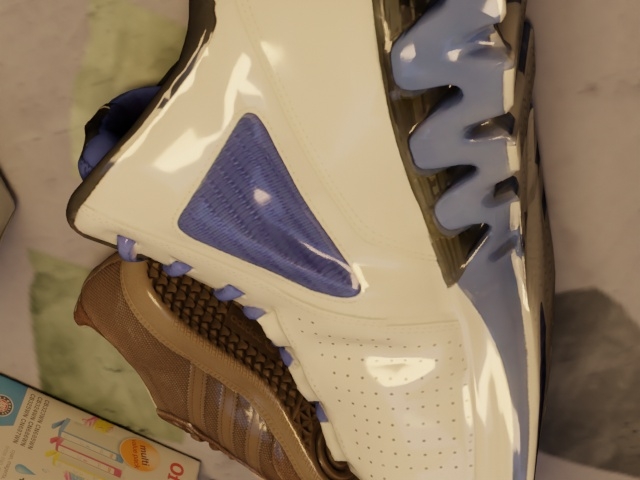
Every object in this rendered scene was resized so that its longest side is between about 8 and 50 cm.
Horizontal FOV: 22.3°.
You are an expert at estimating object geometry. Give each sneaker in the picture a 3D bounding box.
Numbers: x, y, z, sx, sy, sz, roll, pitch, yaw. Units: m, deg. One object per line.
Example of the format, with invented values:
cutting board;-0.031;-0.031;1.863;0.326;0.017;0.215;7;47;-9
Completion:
sneaker;0.000;-0.001;0.665;0.182;0.127;0.315;0;119;14
sneaker;-0.034;0.071;0.759;0.071;0.066;0.188;-25;114;43

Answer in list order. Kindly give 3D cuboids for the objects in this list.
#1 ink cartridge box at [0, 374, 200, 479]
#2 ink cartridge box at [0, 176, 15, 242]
ink cartridge box;-0.129;0.145;0.800;0.143;0.092;0.090;24;125;-10
ink cartridge box;-0.322;-0.031;0.678;0.307;0.129;0.223;-13;123;18
